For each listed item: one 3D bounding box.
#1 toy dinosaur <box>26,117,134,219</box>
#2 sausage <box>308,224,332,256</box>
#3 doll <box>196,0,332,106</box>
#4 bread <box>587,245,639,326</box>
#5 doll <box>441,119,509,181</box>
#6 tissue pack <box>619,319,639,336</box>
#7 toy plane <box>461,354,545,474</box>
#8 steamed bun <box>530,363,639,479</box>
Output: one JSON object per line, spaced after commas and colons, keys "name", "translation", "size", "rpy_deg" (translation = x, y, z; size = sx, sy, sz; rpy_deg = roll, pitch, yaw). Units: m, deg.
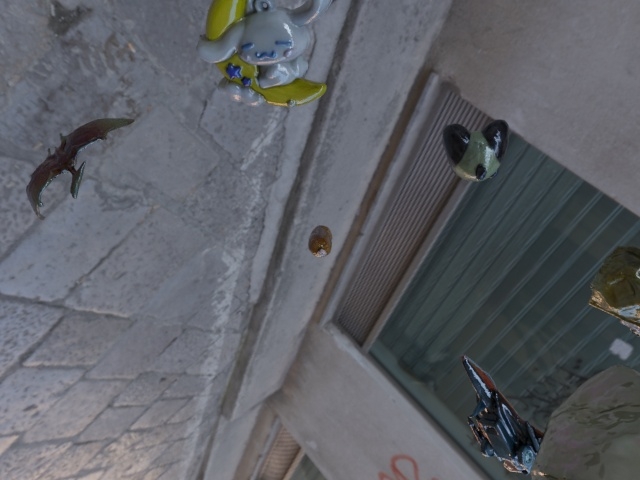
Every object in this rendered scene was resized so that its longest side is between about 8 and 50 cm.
{"name": "toy dinosaur", "translation": [-0.614, -0.196, 1.217], "size": [0.113, 0.207, 0.327], "rpy_deg": [44, 65, -60]}
{"name": "sausage", "translation": [0.000, 0.000, 1.196], "size": [0.054, 0.062, 0.183], "rpy_deg": [-30, -166, 11]}
{"name": "doll", "translation": [-0.093, -0.335, 0.832], "size": [0.237, 0.252, 0.111], "rpy_deg": [82, 18, -47]}
{"name": "bread", "translation": [0.604, 0.104, 0.801], "size": [0.152, 0.268, 0.129], "rpy_deg": [-22, 124, -34]}
{"name": "doll", "translation": [0.361, -0.206, 1.132], "size": [0.234, 0.144, 0.135], "rpy_deg": [-29, 117, -75]}
{"name": "tissue pack", "translation": [0.858, 0.047, 1.050], "size": [0.394, 0.124, 0.288], "rpy_deg": [-42, 145, 3]}
{"name": "toy plane", "translation": [0.357, 0.361, 0.955], "size": [0.104, 0.326, 0.223], "rpy_deg": [-49, -162, -29]}
{"name": "steamed bun", "translation": [0.313, 0.292, 0.433], "size": [0.206, 0.320, 0.275], "rpy_deg": [-29, 127, -3]}
